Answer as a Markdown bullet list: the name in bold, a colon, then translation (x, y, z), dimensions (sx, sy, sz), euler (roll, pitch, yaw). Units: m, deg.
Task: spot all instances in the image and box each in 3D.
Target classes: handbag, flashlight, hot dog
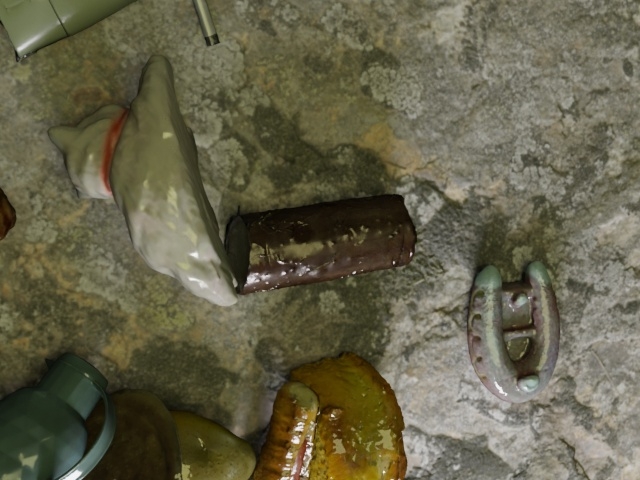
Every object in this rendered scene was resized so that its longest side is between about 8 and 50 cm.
- **handbag**: translation (-0.383, -0.382, 1.700), dimensions (0.315, 0.109, 0.241), euler (-24, 105, -1)
- **flashlight**: translation (-0.164, -0.317, 1.803), dimensions (0.018, 0.018, 0.083), euler (-22, 105, -17)
- **hot dog**: translation (-0.059, 0.338, 1.868), dimensions (0.068, 0.083, 0.289), euler (-24, 133, -52)

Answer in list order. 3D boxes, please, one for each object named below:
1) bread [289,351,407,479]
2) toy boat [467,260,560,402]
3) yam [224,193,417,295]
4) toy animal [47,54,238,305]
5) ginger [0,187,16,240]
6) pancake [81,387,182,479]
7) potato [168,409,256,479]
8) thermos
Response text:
- **bread**: translation (0.048, 0.310, 1.909), dimensions (0.160, 0.147, 0.261), euler (-4, 100, -22)
- **toy boat**: translation (0.313, 0.149, 2.009), dimensions (0.155, 0.085, 0.227), euler (-5, 100, -20)
- **yam**: translation (0.000, 0.002, 1.854), dimensions (0.279, 0.131, 0.131), euler (-9, 101, -17)
- **toy animal**: translation (-0.235, -0.046, 1.732), dimensions (0.188, 0.266, 0.308), euler (-19, 130, -5)
- **ginger**: translation (-0.555, -0.021, 1.636), dimensions (0.321, 0.172, 0.165), euler (-12, 64, -16)
- **pancake**: translation (-0.281, 0.315, 1.757), dimensions (0.050, 0.242, 0.242), euler (14, 94, -58)
- **potato**: translation (-0.190, 0.324, 1.838), dimensions (0.194, 0.157, 0.157), euler (4, 97, -33)
- **thermos**: translation (-0.388, 0.288, 1.713), dimensions (0.286, 0.182, 0.145), euler (-55, 141, -18)
